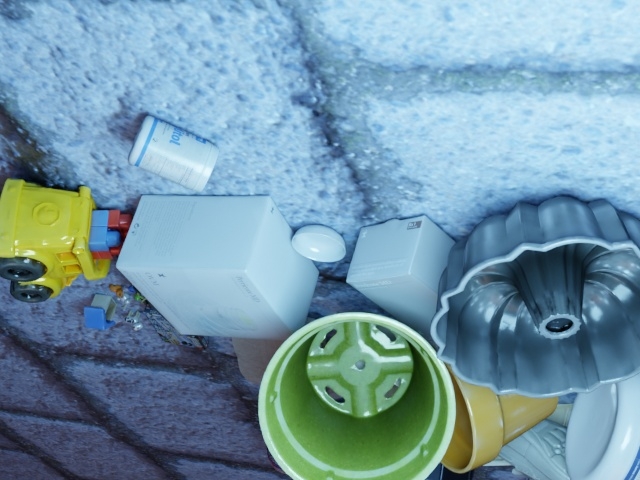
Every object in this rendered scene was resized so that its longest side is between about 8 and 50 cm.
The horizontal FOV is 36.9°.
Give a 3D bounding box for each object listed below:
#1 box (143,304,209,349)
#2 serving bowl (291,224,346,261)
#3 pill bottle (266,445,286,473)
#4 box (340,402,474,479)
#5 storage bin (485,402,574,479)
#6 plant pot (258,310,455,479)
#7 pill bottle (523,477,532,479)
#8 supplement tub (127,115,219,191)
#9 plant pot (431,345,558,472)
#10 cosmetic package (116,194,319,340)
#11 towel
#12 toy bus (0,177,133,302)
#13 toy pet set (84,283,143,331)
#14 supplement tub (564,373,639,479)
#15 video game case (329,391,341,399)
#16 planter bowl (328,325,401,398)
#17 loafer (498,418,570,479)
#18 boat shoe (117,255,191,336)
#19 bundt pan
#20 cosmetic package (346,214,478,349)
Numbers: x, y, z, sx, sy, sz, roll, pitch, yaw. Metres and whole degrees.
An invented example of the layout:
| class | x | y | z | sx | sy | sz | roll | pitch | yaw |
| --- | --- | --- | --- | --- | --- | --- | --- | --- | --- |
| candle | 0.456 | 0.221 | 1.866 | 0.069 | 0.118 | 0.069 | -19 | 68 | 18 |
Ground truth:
| class | x | y | z | sx | sy | sz | roll | pitch | yaw |
| --- | --- | --- | --- | --- | --- | --- | --- | --- | --- |
| box | -0.278 | 0.166 | 1.865 | 0.093 | 0.027 | 0.137 | 9 | 151 | 15 |
| serving bowl | 0.000 | 0.000 | 1.440 | 0.083 | 0.027 | 0.083 | 11 | 150 | 6 |
| pill bottle | -0.071 | 0.458 | 2.197 | 0.108 | 0.108 | 0.193 | 12 | 151 | 6 |
| box | 0.153 | 0.477 | 2.037 | 0.296 | 0.183 | 0.294 | 2 | 153 | 21 |
| storage bin | 0.475 | 0.429 | 1.871 | 0.260 | 0.123 | 0.262 | -13 | 141 | 39 |
| plant pot | 0.057 | 0.220 | 1.458 | 0.276 | 0.276 | 0.254 | 14 | -173 | 1 |
| pill bottle | 0.502 | 0.547 | 2.104 | 0.086 | 0.086 | 0.152 | 24 | 150 | -16 |
| supplement tub | -0.197 | -0.116 | 1.286 | 0.107 | 0.071 | 0.071 | 22 | 150 | -15 |
| plant pot | 0.275 | 0.252 | 1.563 | 0.187 | 0.205 | 0.205 | -13 | 159 | -21 |
| cosmetic package | -0.151 | 0.045 | 1.481 | 0.224 | 0.138 | 0.224 | 0 | 148 | 23 |
| towel | -0.071 | 0.205 | 1.783 | 0.187 | 0.049 | 0.282 | 14 | 146 | 13 |
| toy bus | -0.401 | 0.004 | 1.545 | 0.211 | 0.150 | 0.220 | -1 | 153 | -4 |
| toy pet set | -0.393 | 0.139 | 1.833 | 0.114 | 0.065 | 0.122 | 5 | 149 | 18 |
| supplement tub | 0.585 | 0.336 | 1.538 | 0.324 | 0.236 | 0.235 | 17 | 151 | -4 |
| video game case | -0.004 | 0.258 | 1.904 | 0.201 | 0.023 | 0.183 | 32 | 147 | -26 |
| planter bowl | 0.090 | 0.211 | 1.681 | 0.162 | 0.109 | 0.162 | 13 | 155 | 6 |
| loafer | 0.389 | 0.377 | 1.709 | 0.319 | 0.112 | 0.112 | 37 | 133 | 40 |
| boat shoe | -0.279 | 0.091 | 1.690 | 0.081 | 0.069 | 0.228 | -7 | 144 | 34 |
| bundt pan | 0.303 | 0.065 | 1.257 | 0.330 | 0.124 | 0.331 | 0 | 138 | 0 |
| cosmetic package | 0.164 | 0.068 | 1.407 | 0.238 | 0.107 | 0.127 | 33 | 150 | -34 |
